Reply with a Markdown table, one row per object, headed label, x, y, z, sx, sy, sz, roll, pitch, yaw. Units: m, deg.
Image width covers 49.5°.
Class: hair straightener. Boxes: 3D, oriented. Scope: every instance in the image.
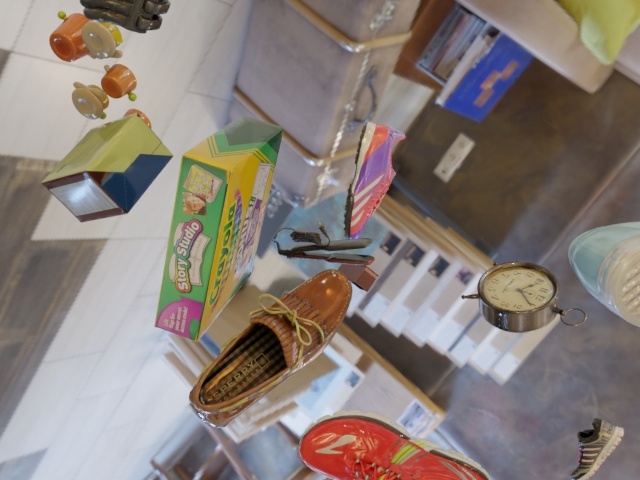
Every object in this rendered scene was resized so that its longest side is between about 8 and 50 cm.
| label | x | y | z | sx | sy | sz | roll | pitch | yaw |
| --- | --- | --- | --- | --- | --- | --- | --- | --- | --- |
| hair straightener | 0.000 | 0.000 | 1.448 | 0.047 | 0.230 | 0.089 | -43 | 133 | -57 |

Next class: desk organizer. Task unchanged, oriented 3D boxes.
| label | x | y | z | sx | sy | sz | roll | pitch | yaw |
| --- | --- | --- | --- | --- | --- | --- | --- | --- | --- |
| desk organizer | 0.089 | 0.087 | 1.743 | 0.047 | 0.130 | 0.050 | 39 | 80 | -22 |

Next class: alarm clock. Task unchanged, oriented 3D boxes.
| label | x | y | z | sx | sy | sz | roll | pitch | yaw |
| --- | --- | --- | --- | --- | --- | --- | --- | --- | --- |
| alarm clock | 0.340 | 0.101 | 1.132 | 0.129 | 0.192 | 0.064 | -38 | 129 | -31 |

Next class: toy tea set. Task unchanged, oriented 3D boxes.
| label | x | y | z | sx | sy | sz | roll | pitch | yaw |
| --- | --- | --- | --- | --- | --- | --- | --- | --- | --- |
| toy tea set | -0.502 | -0.394 | 1.649 | 0.124 | 0.199 | 0.336 | -59 | 151 | -43 |

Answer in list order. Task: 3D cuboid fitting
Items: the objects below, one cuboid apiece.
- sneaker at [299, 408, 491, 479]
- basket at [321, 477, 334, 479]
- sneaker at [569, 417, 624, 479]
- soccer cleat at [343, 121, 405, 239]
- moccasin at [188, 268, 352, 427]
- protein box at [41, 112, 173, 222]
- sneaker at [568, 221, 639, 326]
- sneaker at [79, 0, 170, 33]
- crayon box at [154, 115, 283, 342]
| label | x | y | z | sx | sy | sz | roll | pitch | yaw |
| --- | --- | --- | --- | --- | --- | --- | --- | --- | --- |
| sneaker | 0.100 | 0.313 | 0.934 | 0.118 | 0.278 | 0.108 | -35 | 137 | -73 |
| basket | 0.114 | 0.575 | 1.369 | 0.222 | 0.214 | 0.299 | -6 | 165 | 24 |
| sneaker | 0.588 | 0.457 | 1.522 | 0.063 | 0.074 | 0.171 | -19 | 140 | -57 |
| soccer cleat | 0.134 | -0.143 | 1.811 | 0.108 | 0.116 | 0.319 | -67 | 169 | -80 |
| moccasin | -0.086 | 0.182 | 1.282 | 0.380 | 0.139 | 0.147 | -34 | 165 | -21 |
| protein box | -0.490 | -0.164 | 1.603 | 0.136 | 0.201 | 0.200 | 52 | 50 | -31 |
| sneaker | 0.455 | 0.039 | 0.793 | 0.365 | 0.150 | 0.135 | 14 | 107 | -15 |
| sneaker | -0.195 | -0.354 | 0.923 | 0.105 | 0.295 | 0.147 | -70 | 159 | -67 |
| crayon box | -0.197 | -0.034 | 1.384 | 0.313 | 0.106 | 0.363 | -60 | 166 | -64 |
